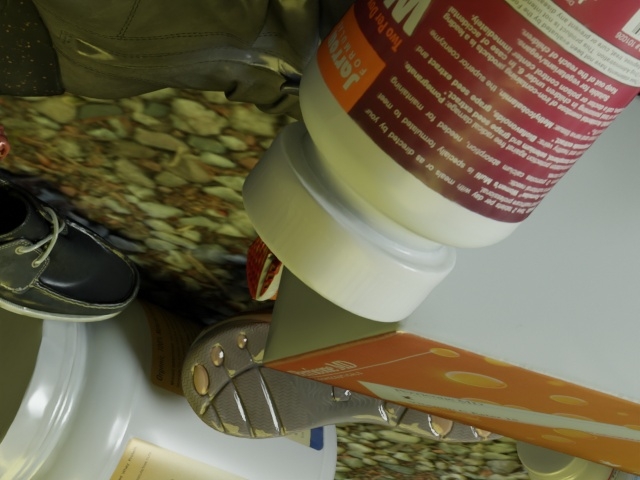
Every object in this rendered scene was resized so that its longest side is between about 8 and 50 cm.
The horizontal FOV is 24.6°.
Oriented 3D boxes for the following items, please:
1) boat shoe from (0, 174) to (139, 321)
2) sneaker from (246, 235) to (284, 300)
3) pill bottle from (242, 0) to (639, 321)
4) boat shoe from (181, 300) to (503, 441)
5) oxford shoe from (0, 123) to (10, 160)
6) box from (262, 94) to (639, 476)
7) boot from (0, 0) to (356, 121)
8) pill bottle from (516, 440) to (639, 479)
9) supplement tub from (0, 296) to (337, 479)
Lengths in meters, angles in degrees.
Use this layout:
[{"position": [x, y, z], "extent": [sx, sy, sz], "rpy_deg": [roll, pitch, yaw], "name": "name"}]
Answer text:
[{"position": [-0.230, 0.001, 1.103], "extent": [0.233, 0.084, 0.079], "rpy_deg": [28, 155, -32], "name": "boat shoe"}, {"position": [0.000, 0.000, 1.059], "extent": [0.067, 0.064, 0.175], "rpy_deg": [-3, 168, -22], "name": "sneaker"}, {"position": [0.068, -0.075, 0.639], "extent": [0.121, 0.121, 0.221], "rpy_deg": [25, 117, -31], "name": "pill bottle"}, {"position": [0.052, 0.091, 1.188], "extent": [0.324, 0.123, 0.116], "rpy_deg": [3, -169, -4], "name": "boat shoe"}, {"position": [-0.219, -0.077, 0.770], "extent": [0.130, 0.123, 0.348], "rpy_deg": [13, 177, -25], "name": "oxford shoe"}, {"position": [0.172, 0.033, 0.873], "extent": [0.345, 0.168, 0.215], "rpy_deg": [18, 165, -17], "name": "box"}, {"position": [-0.053, -0.146, 0.687], "extent": [0.222, 0.118, 0.338], "rpy_deg": [8, 168, -2], "name": "boot"}, {"position": [0.250, 0.216, 1.397], "extent": [0.087, 0.087, 0.160], "rpy_deg": [-6, 151, 33], "name": "pill bottle"}, {"position": [-0.167, 0.170, 1.283], "extent": [0.316, 0.228, 0.228], "rpy_deg": [28, 151, -34], "name": "supplement tub"}]
